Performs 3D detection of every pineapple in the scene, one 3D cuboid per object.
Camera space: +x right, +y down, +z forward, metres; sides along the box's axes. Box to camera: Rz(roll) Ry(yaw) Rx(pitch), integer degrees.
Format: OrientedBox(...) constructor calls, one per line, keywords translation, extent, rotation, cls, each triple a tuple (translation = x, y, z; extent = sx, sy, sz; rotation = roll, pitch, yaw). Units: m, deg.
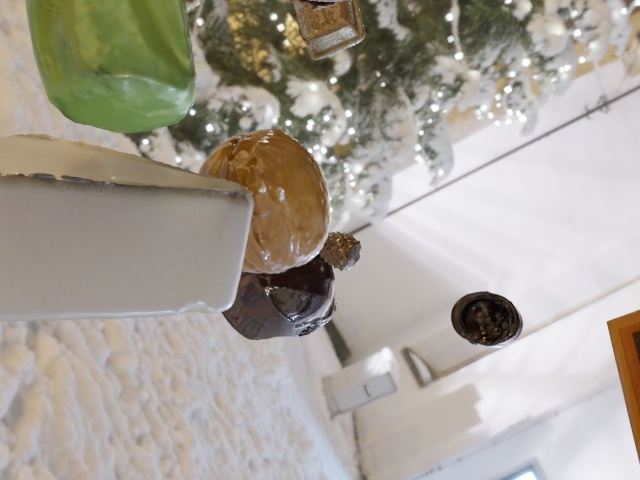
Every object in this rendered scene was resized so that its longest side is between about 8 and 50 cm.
OrientedBox(translation=(0.000, 0.000, 1.312), extent=(0.159, 0.074, 0.074), rotation=(26, -19, 28), cls="pineapple")

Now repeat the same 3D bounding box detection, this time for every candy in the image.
OrientedBox(translation=(-0.213, -0.270, 0.690), extent=(0.142, 0.132, 0.343), rotation=(30, 43, -58), cls="candy")

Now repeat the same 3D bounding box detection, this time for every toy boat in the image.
OrientedBox(translation=(0.005, -0.435, 1.246), extent=(0.061, 0.116, 0.188), rotation=(26, 49, -66), cls="toy boat")

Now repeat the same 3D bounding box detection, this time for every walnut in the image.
OrientedBox(translation=(-0.082, -0.052, 1.025), extent=(0.195, 0.196, 0.221), rotation=(-114, -170, -69), cls="walnut")

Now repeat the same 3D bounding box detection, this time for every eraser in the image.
OrientedBox(translation=(-0.232, -0.013, 0.758), extent=(0.331, 0.332, 0.149), rotation=(-112, -149, -77), cls="eraser")

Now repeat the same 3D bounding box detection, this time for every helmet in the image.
OrientedBox(translation=(0.302, 0.144, 1.223), extent=(0.123, 0.098, 0.070), rotation=(10, -12, 39), cls="helmet")
OrientedBox(translation=(-0.075, 0.083, 1.529), extent=(0.224, 0.306, 0.177), rotation=(62, -33, 25), cls="helmet")

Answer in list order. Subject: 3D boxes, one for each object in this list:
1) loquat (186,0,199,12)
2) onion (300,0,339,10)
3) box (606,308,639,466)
OrientedBox(translation=(-0.259, -0.448, 1.049), extent=(0.243, 0.244, 0.244), rotation=(63, 1, -2), cls="loquat")
OrientedBox(translation=(0.002, -0.274, 0.592), extent=(0.163, 0.230, 0.229), rotation=(101, -32, -54), cls="onion")
OrientedBox(translation=(0.419, 0.113, 0.623), extent=(0.076, 0.274, 0.174), rotation=(42, 37, -29), cls="box")
